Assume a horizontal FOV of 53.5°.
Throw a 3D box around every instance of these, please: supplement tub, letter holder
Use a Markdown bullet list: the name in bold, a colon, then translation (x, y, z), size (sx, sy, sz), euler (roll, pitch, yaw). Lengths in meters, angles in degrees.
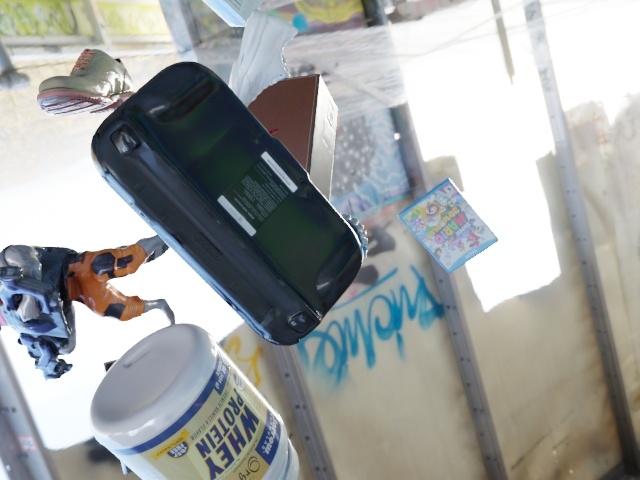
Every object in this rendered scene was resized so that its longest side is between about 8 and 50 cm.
- **supplement tub**: translation (-0.195, 0.316, 1.044), size (0.228, 0.316, 0.228), euler (-25, -150, 15)
- **letter holder**: translation (-0.091, -0.215, 1.504), size (0.214, 0.302, 0.152), euler (-3, 157, 19)

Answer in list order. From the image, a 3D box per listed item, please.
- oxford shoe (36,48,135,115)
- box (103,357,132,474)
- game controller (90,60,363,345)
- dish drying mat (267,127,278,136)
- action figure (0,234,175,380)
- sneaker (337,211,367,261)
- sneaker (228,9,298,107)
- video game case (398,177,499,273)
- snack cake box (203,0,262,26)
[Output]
- **oxford shoe**: translation (-0.494, -0.332, 1.323), size (0.123, 0.130, 0.348), euler (-10, -169, 5)
- **box**: translation (-0.359, 0.373, 1.399), size (0.191, 0.143, 0.381), euler (-13, 149, -24)
- **game controller**: translation (-0.086, -0.036, 0.687), size (0.166, 0.319, 0.067), euler (-51, -159, -26)
- **dish drying mat**: translation (-0.110, -0.181, 1.183), size (0.032, 0.008, 0.083), euler (-35, 177, -45)
- **action figure**: translation (-0.403, 0.089, 1.036), size (0.330, 0.178, 0.341), euler (0, 145, -21)
- **sneaker**: translation (0.000, 0.000, 0.856), size (0.071, 0.083, 0.191), euler (-17, -147, -26)
- **sneaker**: translation (-0.103, -0.286, 1.094), size (0.094, 0.080, 0.212), euler (10, 138, -20)
- **video game case**: translation (0.245, -0.025, 1.213), size (0.119, 0.166, 0.015), euler (-37, -158, 19)
- **snack cake box**: translation (-0.255, -0.678, 1.590), size (0.089, 0.152, 0.264), euler (17, 169, 41)
